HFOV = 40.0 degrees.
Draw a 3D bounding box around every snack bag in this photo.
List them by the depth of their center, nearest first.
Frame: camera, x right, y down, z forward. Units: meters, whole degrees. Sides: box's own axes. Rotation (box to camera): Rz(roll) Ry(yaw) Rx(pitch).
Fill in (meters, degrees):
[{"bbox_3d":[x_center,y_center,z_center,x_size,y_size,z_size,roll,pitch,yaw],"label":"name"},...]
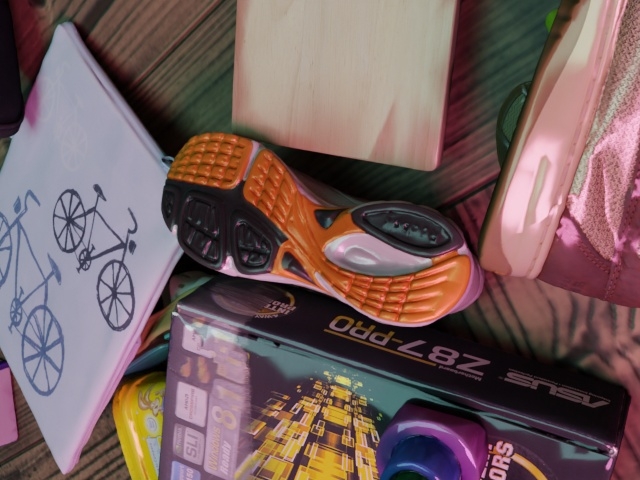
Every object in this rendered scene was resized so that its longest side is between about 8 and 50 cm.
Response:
[{"bbox_3d":[-0.247,-0.004,0.868,0.323,0.037,0.343,50,121,35],"label":"snack bag"}]

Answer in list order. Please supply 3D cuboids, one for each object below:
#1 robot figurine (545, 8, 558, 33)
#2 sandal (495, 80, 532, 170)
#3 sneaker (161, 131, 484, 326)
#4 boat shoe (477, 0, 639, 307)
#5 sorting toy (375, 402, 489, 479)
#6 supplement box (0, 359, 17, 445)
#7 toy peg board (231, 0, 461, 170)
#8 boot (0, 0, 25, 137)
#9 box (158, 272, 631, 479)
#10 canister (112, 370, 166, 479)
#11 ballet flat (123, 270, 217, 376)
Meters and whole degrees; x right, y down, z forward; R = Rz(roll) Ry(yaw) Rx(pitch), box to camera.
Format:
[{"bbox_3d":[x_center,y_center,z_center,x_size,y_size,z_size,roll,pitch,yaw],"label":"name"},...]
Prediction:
[{"bbox_3d":[0.184,-0.131,0.510,0.101,0.067,0.115,-16,93,17],"label":"robot figurine"},{"bbox_3d":[0.205,-0.024,0.535,0.219,0.060,0.090,30,126,13],"label":"sandal"},{"bbox_3d":[0.000,0.000,0.655,0.262,0.121,0.099,24,91,26],"label":"sneaker"},{"bbox_3d":[0.184,-0.122,0.416,0.123,0.123,0.342,21,110,10],"label":"boat shoe"},{"bbox_3d":[0.072,0.291,0.550,0.127,0.126,0.366,0,108,23],"label":"sorting toy"},{"bbox_3d":[-0.503,0.199,1.126,0.220,0.111,0.114,11,109,37],"label":"supplement box"},{"bbox_3d":[0.027,-0.148,0.642,0.160,0.079,0.161,12,110,20],"label":"toy peg board"},{"bbox_3d":[-0.328,-0.253,0.858,0.207,0.094,0.247,-51,53,38],"label":"boot"},{"bbox_3d":[0.028,0.249,0.680,0.318,0.097,0.395,18,113,20],"label":"box"},{"bbox_3d":[-0.106,0.183,0.827,0.169,0.073,0.126,-12,96,39],"label":"canister"},{"bbox_3d":[-0.135,0.067,0.818,0.232,0.080,0.073,-26,74,40],"label":"ballet flat"}]
